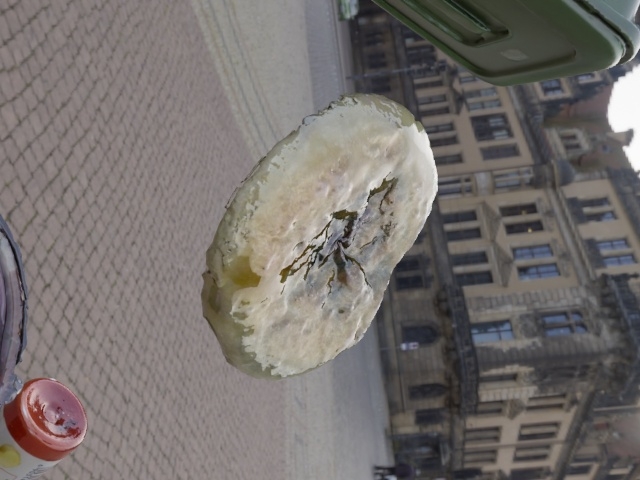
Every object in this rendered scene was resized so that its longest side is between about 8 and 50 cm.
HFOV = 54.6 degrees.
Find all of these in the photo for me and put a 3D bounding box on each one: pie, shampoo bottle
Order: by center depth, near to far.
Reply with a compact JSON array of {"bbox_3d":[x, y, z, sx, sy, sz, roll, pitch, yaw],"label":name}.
[{"bbox_3d":[-0.002,-0.002,0.434,0.185,0.052,0.218,18,103,-50],"label":"pie"},{"bbox_3d":[-0.431,0.294,0.792,0.104,0.278,0.104,49,12,-14],"label":"shampoo bottle"}]

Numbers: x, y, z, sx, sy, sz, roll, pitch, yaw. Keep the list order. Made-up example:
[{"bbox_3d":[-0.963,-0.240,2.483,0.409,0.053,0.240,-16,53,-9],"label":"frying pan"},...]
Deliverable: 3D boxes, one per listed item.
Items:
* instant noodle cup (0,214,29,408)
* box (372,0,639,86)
[{"bbox_3d":[-0.260,0.037,0.280,0.218,0.208,0.217,9,77,-47],"label":"instant noodle cup"},{"bbox_3d":[0.152,-0.306,0.601,0.177,0.329,0.253,-61,-161,-3],"label":"box"}]
